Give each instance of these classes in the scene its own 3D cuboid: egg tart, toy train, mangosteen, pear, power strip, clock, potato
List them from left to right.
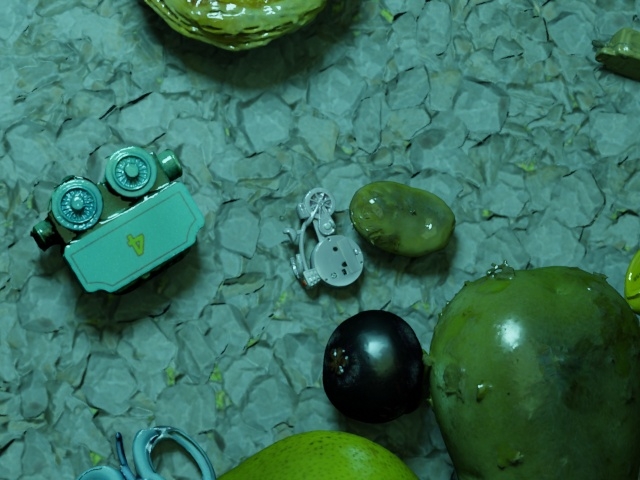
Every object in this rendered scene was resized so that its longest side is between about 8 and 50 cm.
[{"bbox_3d":[-0.241,-0.021,1.675,0.198,0.107,0.154,-32,93,-13],"label":"toy train"},{"bbox_3d":[-0.101,-0.381,1.753,0.319,0.128,0.319,1,78,-6],"label":"egg tart"},{"bbox_3d":[0.000,0.000,1.737,0.087,0.041,0.129,-18,87,-15],"label":"clock"},{"bbox_3d":[0.003,0.357,1.553,0.294,0.294,0.294,2,79,-8],"label":"pear"},{"bbox_3d":[0.077,0.153,1.686,0.151,0.137,0.137,10,75,-41],"label":"mangosteen"},{"bbox_3d":[0.099,-0.027,1.741,0.138,0.070,0.092,18,63,-17],"label":"potato"},{"bbox_3d":[0.255,0.206,1.645,0.269,0.219,0.359,3,81,-20],"label":"potato"},{"bbox_3d":[0.500,-0.217,1.842,0.305,0.064,0.044,18,74,-5],"label":"power strip"}]

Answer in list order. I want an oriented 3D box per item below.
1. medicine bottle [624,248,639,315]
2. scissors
[{"bbox_3d":[0.508,0.080,1.734,0.309,0.076,0.111,21,107,-30],"label":"medicine bottle"},{"bbox_3d":[-0.167,0.409,1.637,0.180,0.032,0.393,-21,82,-12],"label":"scissors"}]
